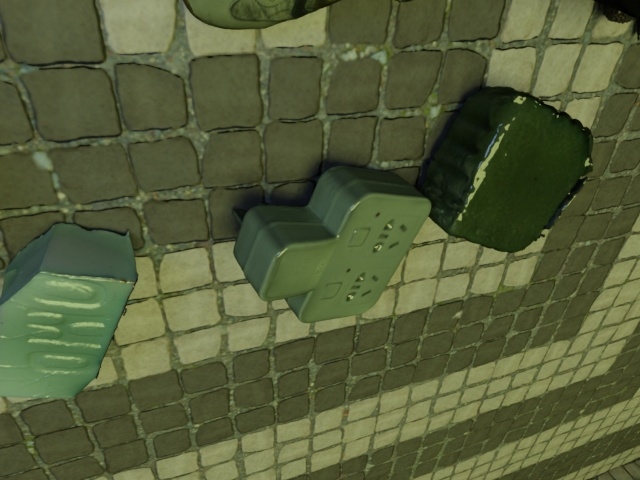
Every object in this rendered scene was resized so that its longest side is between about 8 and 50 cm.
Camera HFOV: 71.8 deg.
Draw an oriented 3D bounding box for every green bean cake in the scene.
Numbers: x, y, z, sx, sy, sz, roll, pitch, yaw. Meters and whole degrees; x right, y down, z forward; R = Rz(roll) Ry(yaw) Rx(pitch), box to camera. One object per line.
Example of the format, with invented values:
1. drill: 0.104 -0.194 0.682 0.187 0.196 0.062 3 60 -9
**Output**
1. green bean cake: 0.285 -0.104 0.675 0.222 0.125 0.227 15 115 -29

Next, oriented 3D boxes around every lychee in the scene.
1. lychee: 0.433 -0.340 0.609 0.083 0.068 0.067 -40 88 12

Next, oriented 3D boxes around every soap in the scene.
1. soap: -0.331 0.094 0.570 0.145 0.091 0.231 12 119 -30

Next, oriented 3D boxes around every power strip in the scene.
1. power strip: 0.000 0.000 0.644 0.261 0.141 0.229 -1 126 -40

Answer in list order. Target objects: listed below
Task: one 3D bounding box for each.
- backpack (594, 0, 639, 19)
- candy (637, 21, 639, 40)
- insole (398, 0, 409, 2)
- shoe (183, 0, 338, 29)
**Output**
1. backpack: 0.320 -0.395 0.376 0.445 0.255 0.363 9 156 -20
2. candy: 0.580 -0.322 0.693 0.226 0.051 0.094 13 121 -31
3. insole: 0.052 -0.391 0.435 0.110 0.012 0.309 -35 130 6
4. shoe: -0.005 -0.280 0.433 0.274 0.098 0.103 -24 128 1
